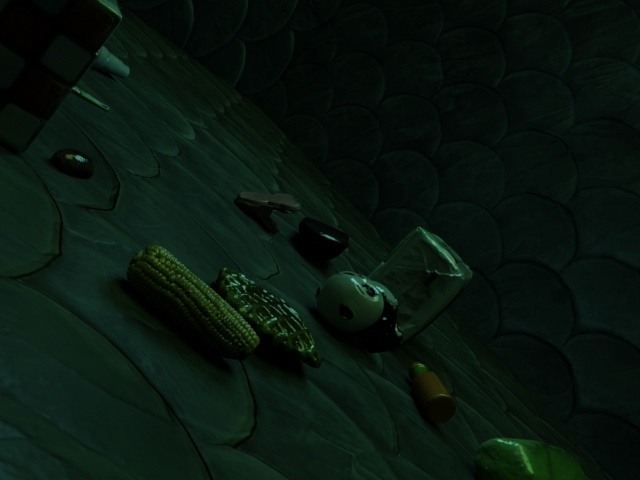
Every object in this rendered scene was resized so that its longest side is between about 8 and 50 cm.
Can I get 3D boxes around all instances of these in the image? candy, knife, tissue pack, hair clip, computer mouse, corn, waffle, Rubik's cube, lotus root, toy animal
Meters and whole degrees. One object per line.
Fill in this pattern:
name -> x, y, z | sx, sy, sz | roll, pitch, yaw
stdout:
candy -> 0.439, 0.489, 1.476 | 0.343, 0.132, 0.142 | 29, 58, -47
knife -> -0.515, -0.317, 1.499 | 0.030, 0.014, 0.207 | 49, 10, 33
tissue pack -> 0.244, 0.119, 1.867 | 0.194, 0.266, 0.356 | 45, 9, 13
hair clip -> -0.131, -0.096, 1.800 | 0.138, 0.102, 0.123 | 39, 7, -17
computer mouse -> 0.000, 0.000, 1.954 | 0.147, 0.088, 0.264 | 26, 10, 1
corn -> -0.168, 0.086, 0.950 | 0.203, 0.072, 0.072 | 42, 9, -9
waffle -> -0.086, 0.121, 1.160 | 0.208, 0.054, 0.214 | 33, 7, -29
Rubik's cube -> -0.463, -0.326, 1.023 | 0.256, 0.253, 0.259 | 35, 11, -34
lotus root -> -0.380, -0.121, 1.120 | 0.037, 0.030, 0.083 | 47, 11, 17
toy animal -> 0.082, 0.139, 1.511 | 0.166, 0.138, 0.179 | 29, -7, 43

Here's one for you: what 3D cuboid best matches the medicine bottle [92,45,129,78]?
medicine bottle -> -0.577, -0.471, 1.812 | 0.092, 0.061, 0.220 | 26, 0, 28

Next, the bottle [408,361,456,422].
bottle -> 0.230, 0.315, 1.537 | 0.069, 0.069, 0.187 | 39, 9, -18
